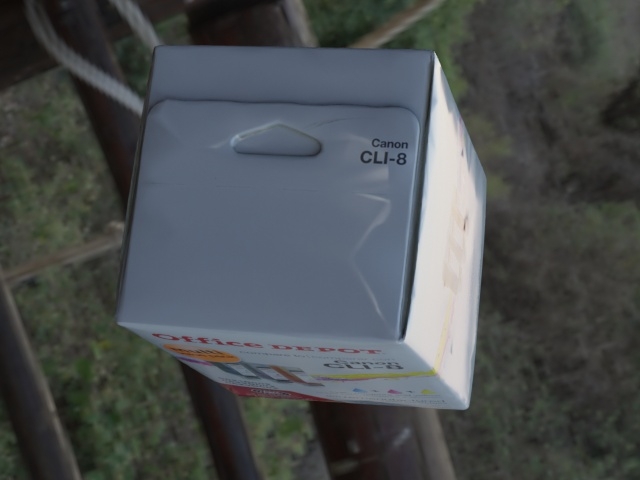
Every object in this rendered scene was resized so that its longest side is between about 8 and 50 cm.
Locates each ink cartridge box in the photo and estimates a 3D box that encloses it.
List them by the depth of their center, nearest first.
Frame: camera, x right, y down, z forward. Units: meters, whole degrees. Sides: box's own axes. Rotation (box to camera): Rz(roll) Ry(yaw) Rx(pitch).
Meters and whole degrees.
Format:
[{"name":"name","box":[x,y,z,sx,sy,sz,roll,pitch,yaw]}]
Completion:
[{"name":"ink cartridge box","box":[0.000,0.000,0.662,0.176,0.128,0.127,48,46,-68]}]
